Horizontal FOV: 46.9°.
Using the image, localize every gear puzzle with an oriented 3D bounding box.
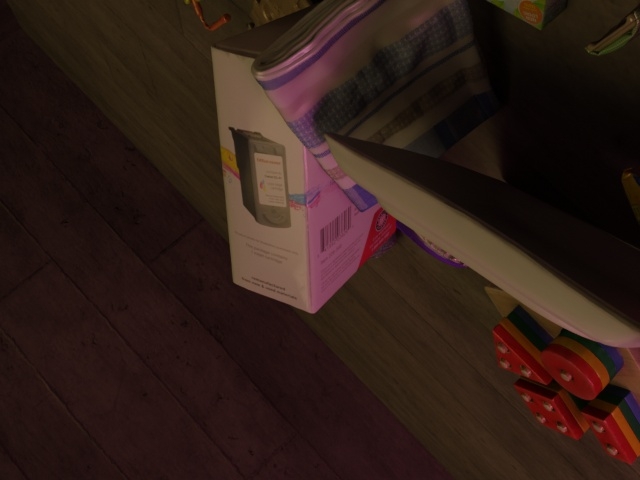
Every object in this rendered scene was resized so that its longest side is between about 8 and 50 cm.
[{"bbox_3d":[-0.040,-0.286,1.096,0.175,0.044,0.339,55,164,3],"label":"gear puzzle"}]

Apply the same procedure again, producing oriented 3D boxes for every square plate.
[{"bbox_3d":[0.215,0.007,0.712,0.347,0.049,0.344,7,-157,-47],"label":"square plate"}]

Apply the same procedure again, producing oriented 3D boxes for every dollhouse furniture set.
[{"bbox_3d":[0.264,-0.161,0.511,0.058,0.076,0.151,50,164,-1],"label":"dollhouse furniture set"}]

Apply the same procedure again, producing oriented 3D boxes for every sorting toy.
[{"bbox_3d":[0.360,0.193,1.068,0.255,0.089,0.257,54,164,-19],"label":"sorting toy"}]

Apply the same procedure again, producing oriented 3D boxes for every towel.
[{"bbox_3d":[0.072,-0.149,0.728,0.034,0.209,0.285,54,-176,33],"label":"towel"}]

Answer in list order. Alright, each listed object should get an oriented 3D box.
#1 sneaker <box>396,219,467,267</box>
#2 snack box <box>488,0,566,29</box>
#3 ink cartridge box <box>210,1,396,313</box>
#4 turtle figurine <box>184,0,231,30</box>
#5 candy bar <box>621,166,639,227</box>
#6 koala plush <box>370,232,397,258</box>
[{"bbox_3d":[0.132,-0.060,1.088,0.293,0.102,0.146,47,169,24],"label":"sneaker"},{"bbox_3d":[0.153,-0.260,0.646,0.141,0.037,0.100,40,164,27],"label":"snack box"},{"bbox_3d":[-0.004,-0.105,0.884,0.131,0.226,0.306,17,126,28],"label":"ink cartridge box"},{"bbox_3d":[-0.123,-0.417,0.921,0.217,0.087,0.269,52,140,5],"label":"turtle figurine"},{"bbox_3d":[0.263,0.013,0.549,0.018,0.040,0.161,-41,52,46],"label":"candy bar"},{"bbox_3d":[0.000,0.000,1.332,0.203,0.221,0.196,40,162,28],"label":"koala plush"}]
